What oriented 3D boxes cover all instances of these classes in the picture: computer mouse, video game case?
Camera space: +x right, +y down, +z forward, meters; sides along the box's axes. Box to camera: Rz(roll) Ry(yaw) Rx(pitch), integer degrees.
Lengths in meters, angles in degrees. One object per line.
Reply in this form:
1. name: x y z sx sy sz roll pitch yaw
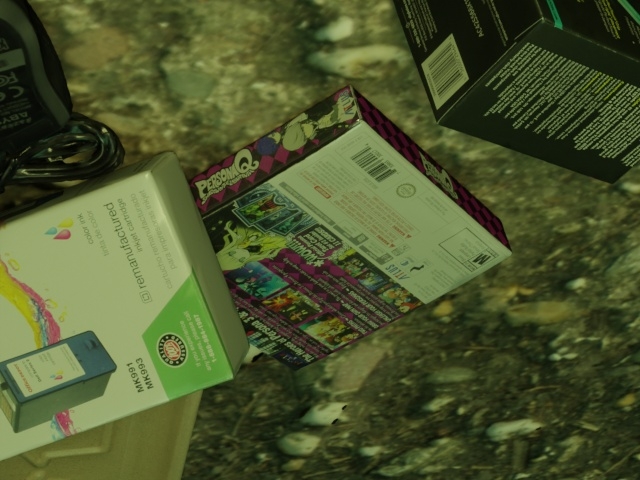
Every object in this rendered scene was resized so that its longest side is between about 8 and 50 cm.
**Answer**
1. computer mouse: -0.229 -0.102 1.077 0.188 0.072 0.272 -14 157 -5
2. video game case: 0.000 0.000 1.318 0.210 0.042 0.232 -30 142 20

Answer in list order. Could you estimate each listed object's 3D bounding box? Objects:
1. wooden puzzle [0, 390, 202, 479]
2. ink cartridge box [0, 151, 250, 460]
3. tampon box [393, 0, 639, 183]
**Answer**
1. wooden puzzle: -0.286 0.165 1.414 0.348 0.080 0.322 0 142 -14
2. ink cartridge box: -0.176 0.049 1.209 0.212 0.154 0.093 -19 -170 10
3. tampon box: 0.148 -0.127 1.130 0.161 0.120 0.101 17 133 -37
